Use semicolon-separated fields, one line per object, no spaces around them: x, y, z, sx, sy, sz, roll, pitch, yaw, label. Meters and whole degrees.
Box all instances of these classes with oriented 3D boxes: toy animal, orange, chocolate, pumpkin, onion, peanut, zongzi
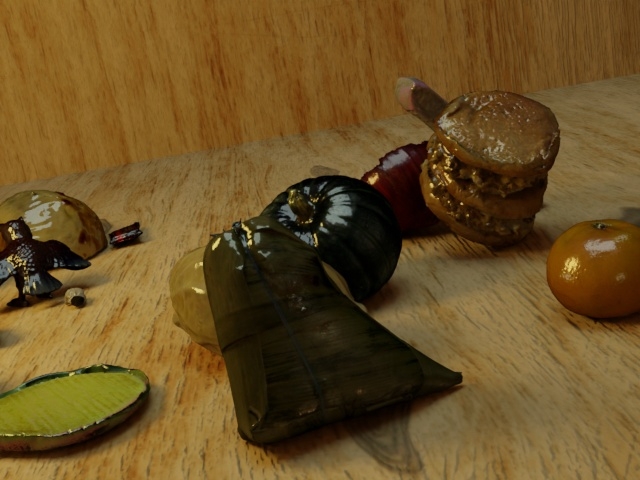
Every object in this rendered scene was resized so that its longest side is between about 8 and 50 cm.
-0.558;0.032;1.723;0.219;0.179;0.116;-18;-10;-26;toy animal
0.378;0.035;1.198;0.156;0.124;0.156;-10;11;2;orange
-0.460;-0.014;2.130;0.086;0.028;0.182;-21;15;-12;chocolate
0.000;0.000;1.423;0.250;0.216;0.249;-18;43;18;pumpkin
0.159;-0.094;1.750;0.248;0.161;0.248;-12;-8;-2;onion
-0.075;0.085;1.239;0.340;0.158;0.174;3;-2;31;peanut
0.016;0.080;1.024;0.274;0.250;0.125;-12;-3;-16;zongzi

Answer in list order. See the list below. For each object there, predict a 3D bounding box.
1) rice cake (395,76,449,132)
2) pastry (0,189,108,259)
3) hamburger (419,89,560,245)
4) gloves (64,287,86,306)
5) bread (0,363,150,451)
0.293;-0.179;1.727;0.064;0.399;0.070;-53;25;1;rice cake
-0.618;-0.037;2.041;0.237;0.170;0.256;-24;25;-35;pastry
0.291;-0.121;1.558;0.245;0.211;0.260;-9;50;-25;hamburger
-0.447;0.105;1.657;0.044;0.037;0.081;23;-11;-31;gloves
-0.329;0.214;1.153;0.229;0.033;0.228;-7;14;2;bread
